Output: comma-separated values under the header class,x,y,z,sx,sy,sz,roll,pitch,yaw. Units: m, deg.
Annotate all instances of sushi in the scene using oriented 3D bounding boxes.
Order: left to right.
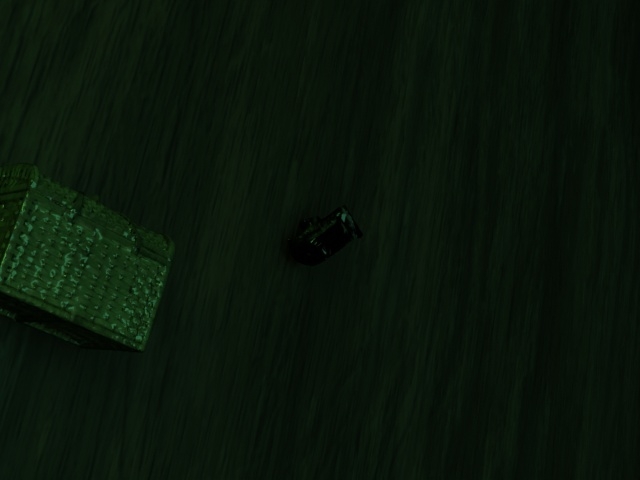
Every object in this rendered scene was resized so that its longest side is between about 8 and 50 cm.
class,x,y,z,sx,sy,sz,roll,pitch,yaw
sushi,0.000,0.000,1.318,0.056,0.084,0.083,56,49,-22

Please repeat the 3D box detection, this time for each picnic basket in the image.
class,x,y,z,sx,sy,sz,roll,pitch,yaw
picnic basket,-0.282,0.019,0.995,0.196,0.134,0.154,32,66,-38
